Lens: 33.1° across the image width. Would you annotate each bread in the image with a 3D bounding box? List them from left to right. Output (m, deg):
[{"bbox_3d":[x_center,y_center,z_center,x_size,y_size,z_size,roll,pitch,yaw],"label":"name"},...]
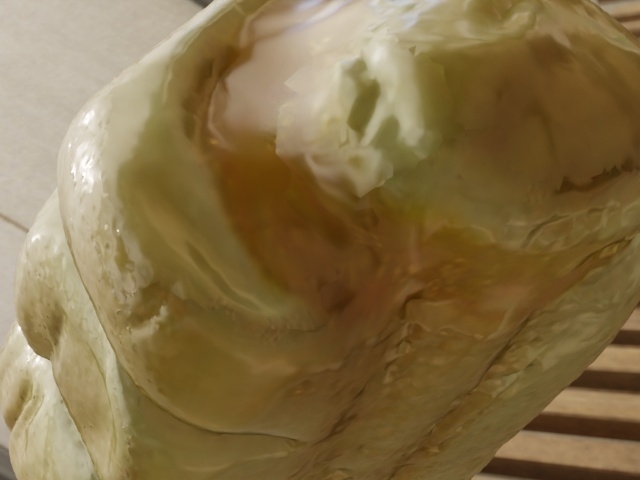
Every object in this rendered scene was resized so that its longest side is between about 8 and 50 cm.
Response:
[{"bbox_3d":[0.000,0.000,0.506,0.301,0.341,0.210,-16,-118,-27],"label":"bread"}]
